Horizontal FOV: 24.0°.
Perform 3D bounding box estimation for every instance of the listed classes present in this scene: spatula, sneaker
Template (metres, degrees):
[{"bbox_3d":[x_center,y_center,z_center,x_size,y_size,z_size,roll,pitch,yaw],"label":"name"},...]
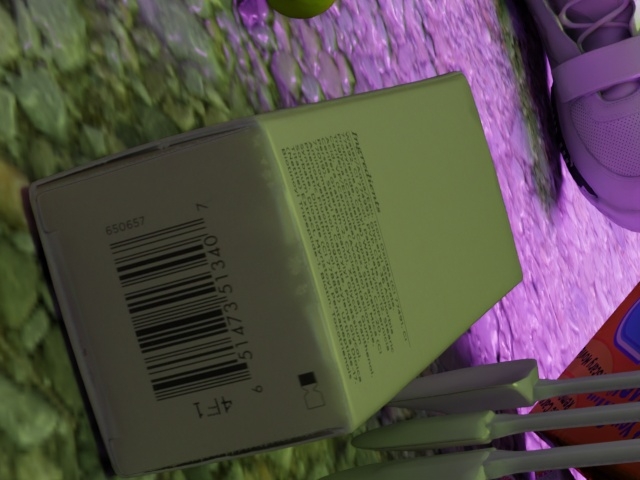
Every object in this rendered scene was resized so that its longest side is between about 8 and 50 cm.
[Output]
[{"bbox_3d":[0.121,0.073,0.661,0.168,0.242,0.019,-24,103,-69],"label":"spatula"},{"bbox_3d":[0.227,-0.191,1.274,0.210,0.137,0.366,44,31,-52],"label":"sneaker"}]

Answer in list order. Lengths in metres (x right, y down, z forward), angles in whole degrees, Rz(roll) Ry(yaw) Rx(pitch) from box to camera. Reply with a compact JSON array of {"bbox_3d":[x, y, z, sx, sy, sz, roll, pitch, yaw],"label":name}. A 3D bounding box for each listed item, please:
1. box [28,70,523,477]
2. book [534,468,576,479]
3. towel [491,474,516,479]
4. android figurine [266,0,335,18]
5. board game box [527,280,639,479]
[{"bbox_3d":[0.000,0.000,0.613,0.275,0.094,0.113,-22,96,-69],"label":"box"},{"bbox_3d":[0.160,0.191,0.914,0.096,0.035,0.144,61,8,-2],"label":"book"},{"bbox_3d":[0.120,0.241,0.848,0.197,0.029,0.144,-81,149,-53],"label":"towel"},{"bbox_3d":[-0.046,-0.225,0.710,0.273,0.056,0.248,-60,131,-64],"label":"android figurine"},{"bbox_3d":[0.405,0.110,0.867,0.356,0.356,0.356,42,-5,-8],"label":"board game box"}]
